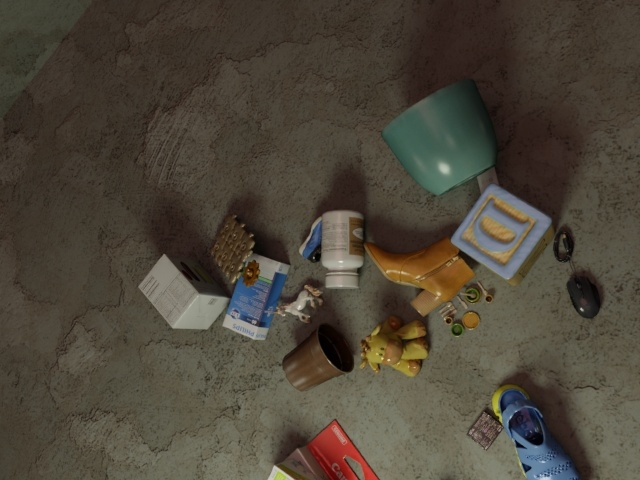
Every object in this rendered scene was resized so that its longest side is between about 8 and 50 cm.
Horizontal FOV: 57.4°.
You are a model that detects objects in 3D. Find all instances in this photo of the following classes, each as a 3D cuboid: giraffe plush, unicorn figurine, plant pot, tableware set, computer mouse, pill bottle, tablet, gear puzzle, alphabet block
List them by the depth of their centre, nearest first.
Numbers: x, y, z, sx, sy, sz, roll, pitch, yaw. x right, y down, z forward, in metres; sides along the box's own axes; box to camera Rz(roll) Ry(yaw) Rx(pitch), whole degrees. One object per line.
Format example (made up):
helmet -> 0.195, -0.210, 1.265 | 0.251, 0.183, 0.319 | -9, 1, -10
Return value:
computer mouse -> 0.673, 0.088, 1.543 | 0.071, 0.041, 0.242 | -22, 72, 20
alphabet block -> 0.490, -0.011, 1.557 | 0.192, 0.197, 0.193 | 39, 97, 26
plant pot -> 0.352, -0.267, 1.628 | 0.293, 0.293, 0.235 | -29, 86, 17
tableware set -> 0.416, 0.196, 1.648 | 0.154, 0.024, 0.104 | -38, 68, 13
giraffe plush -> 0.187, 0.299, 1.651 | 0.210, 0.170, 0.181 | -9, 77, 23
tablet -> 0.485, -0.173, 1.693 | 0.054, 0.006, 0.083 | -15, 76, 21
plant pot -> -0.014, 0.360, 1.745 | 0.165, 0.167, 0.167 | -37, 68, 22
pill bottle -> 0.067, 0.030, 1.775 | 0.131, 0.131, 0.229 | -3, 80, 24
unicorn figurine -> -0.067, 0.209, 1.850 | 0.111, 0.060, 0.162 | 36, 80, 26
gear puzzle -> -0.259, 0.042, 1.898 | 0.175, 0.044, 0.339 | -61, 37, 11

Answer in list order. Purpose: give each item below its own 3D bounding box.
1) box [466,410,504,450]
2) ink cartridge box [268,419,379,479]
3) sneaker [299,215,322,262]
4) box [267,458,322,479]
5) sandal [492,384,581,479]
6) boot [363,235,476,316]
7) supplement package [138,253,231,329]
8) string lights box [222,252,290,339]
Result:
box -> 0.446, 0.515, 1.580 | 0.067, 0.018, 0.083 | 37, 96, 25
ink cartridge box -> 0.027, 0.727, 1.706 | 0.261, 0.066, 0.296 | -45, 67, 12
sneaker -> 0.000, 0.000, 1.849 | 0.085, 0.058, 0.152 | 38, 101, 31
box -> -0.050, 0.726, 1.646 | 0.203, 0.103, 0.114 | 26, 94, 27
sandal -> 0.541, 0.514, 1.468 | 0.126, 0.138, 0.317 | -32, 71, 1
boot -> 0.287, 0.054, 1.699 | 0.211, 0.104, 0.295 | -44, 72, 5
supplement package -> -0.448, 0.174, 1.946 | 0.203, 0.194, 0.149 | 43, 98, 24
string lights box -> -0.210, 0.179, 1.903 | 0.133, 0.077, 0.259 | 18, 88, 26
